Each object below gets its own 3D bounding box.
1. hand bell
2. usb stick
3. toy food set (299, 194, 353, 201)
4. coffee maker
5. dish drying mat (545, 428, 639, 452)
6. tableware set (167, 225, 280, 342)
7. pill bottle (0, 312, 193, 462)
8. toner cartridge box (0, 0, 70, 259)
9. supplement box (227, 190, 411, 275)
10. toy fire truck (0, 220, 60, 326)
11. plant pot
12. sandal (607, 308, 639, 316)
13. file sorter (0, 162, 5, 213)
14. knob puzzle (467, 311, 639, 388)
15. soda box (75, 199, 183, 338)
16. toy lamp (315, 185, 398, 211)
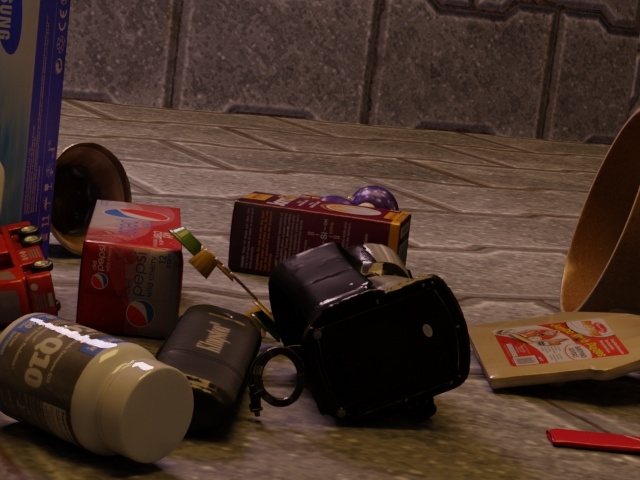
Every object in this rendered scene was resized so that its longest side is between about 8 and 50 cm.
[{"bbox_3d":[-0.342,-0.042,1.878,0.242,0.126,0.126,-2,1,41],"label":"hand bell"},{"bbox_3d":[-0.091,0.096,1.285,0.077,0.045,0.278,9,8,1],"label":"usb stick"},{"bbox_3d":[0.018,-0.059,2.438,0.122,0.019,0.078,13,10,32],"label":"toy food set"},{"bbox_3d":[0.013,0.067,1.316,0.171,0.120,0.178,4,9,-14],"label":"coffee maker"},{"bbox_3d":[0.218,0.155,1.275,0.083,0.008,0.032,7,10,-4],"label":"dish drying mat"},{"bbox_3d":[-0.078,0.045,1.458,0.104,0.024,0.154,42,-4,38],"label":"tableware set"},{"bbox_3d":[-0.154,0.100,1.108,0.137,0.078,0.078,14,11,40],"label":"pill bottle"},{"bbox_3d":[-0.337,-0.134,1.582,0.165,0.348,0.075,9,10,14],"label":"toner cartridge box"},{"bbox_3d":[0.000,0.000,1.852,0.188,0.081,0.104,8,9,9],"label":"supplement box"},{"bbox_3d":[-0.314,0.028,1.484,0.135,0.047,0.192,-13,25,-13],"label":"toy fire truck"},{"bbox_3d":[0.413,0.012,1.734,0.254,0.237,0.237,20,8,-4],"label":"plant pot"},{"bbox_3d":[0.333,0.115,1.553,0.067,0.040,0.179,-8,31,-39],"label":"sandal"},{"bbox_3d":[-0.339,-0.036,1.212,0.192,0.173,0.278,6,-16,-4],"label":"file sorter"},{"bbox_3d":[0.238,0.102,1.492,0.213,0.030,0.213,-6,12,1],"label":"knob puzzle"},{"bbox_3d":[-0.179,0.022,1.566,0.092,0.084,0.263,6,8,-7],"label":"soda box"},{"bbox_3d":[0.034,-0.023,2.050,0.080,0.080,0.274,9,6,14],"label":"toy lamp"}]
